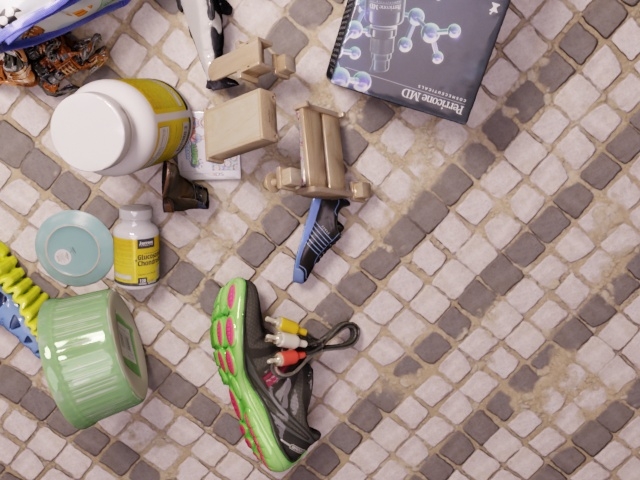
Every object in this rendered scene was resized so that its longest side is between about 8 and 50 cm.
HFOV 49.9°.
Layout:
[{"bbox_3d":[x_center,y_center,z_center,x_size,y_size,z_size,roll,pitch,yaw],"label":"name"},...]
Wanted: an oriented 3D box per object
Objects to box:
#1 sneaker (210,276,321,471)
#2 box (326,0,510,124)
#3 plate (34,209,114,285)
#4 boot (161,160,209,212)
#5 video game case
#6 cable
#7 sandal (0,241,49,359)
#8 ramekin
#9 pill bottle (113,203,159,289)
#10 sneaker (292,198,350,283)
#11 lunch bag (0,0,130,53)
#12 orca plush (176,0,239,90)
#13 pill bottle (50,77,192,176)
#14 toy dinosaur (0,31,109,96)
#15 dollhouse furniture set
[{"bbox_3d":[-0.129,0.309,1.663,0.202,0.185,0.483,-21,103,-27],"label":"sneaker"},{"bbox_3d":[0.207,-0.475,1.409,0.293,0.212,0.396,15,105,-6],"label":"box"},{"bbox_3d":[-0.581,0.022,1.622,0.188,0.024,0.188,-1,106,-2],"label":"plate"},{"bbox_3d":[-0.293,-0.119,1.511,0.106,0.219,0.082,1,74,-11],"label":"boot"},{"bbox_3d":[-0.255,-0.216,1.567,0.143,0.019,0.157,-1,105,-2],"label":"video game case"},{"bbox_3d":[-0.013,0.248,1.597,0.287,0.072,0.140,5,78,-33],"label":"cable"},{"bbox_3d":[-0.728,0.151,1.611,0.138,0.126,0.317,-33,96,11],"label":"sandal"},{"bbox_3d":[-0.502,0.256,1.554,0.148,0.303,0.303,-17,106,-4],"label":"ramekin"},{"bbox_3d":[-0.423,0.014,1.582,0.103,0.103,0.184,2,106,-2],"label":"pill bottle"},{"bbox_3d":[0.000,0.000,1.603,0.090,0.081,0.232,16,104,-1],"label":"sneaker"},{"bbox_3d":[-0.538,-0.552,1.261,0.239,0.385,0.328,-20,108,50],"label":"lunch bag"},{"bbox_3d":[-0.217,-0.470,1.457,0.102,0.151,0.287,-26,106,-27],"label":"orca plush"},{"bbox_3d":[-0.394,-0.230,1.385,0.187,0.334,0.188,2,103,8],"label":"pill bottle"},{"bbox_3d":[-0.622,-0.397,1.447,0.321,0.164,0.218,-22,123,-17],"label":"toy dinosaur"},{"bbox_3d":[-0.068,-0.237,1.514,0.173,0.355,0.303,-11,80,39],"label":"dollhouse furniture set"}]
